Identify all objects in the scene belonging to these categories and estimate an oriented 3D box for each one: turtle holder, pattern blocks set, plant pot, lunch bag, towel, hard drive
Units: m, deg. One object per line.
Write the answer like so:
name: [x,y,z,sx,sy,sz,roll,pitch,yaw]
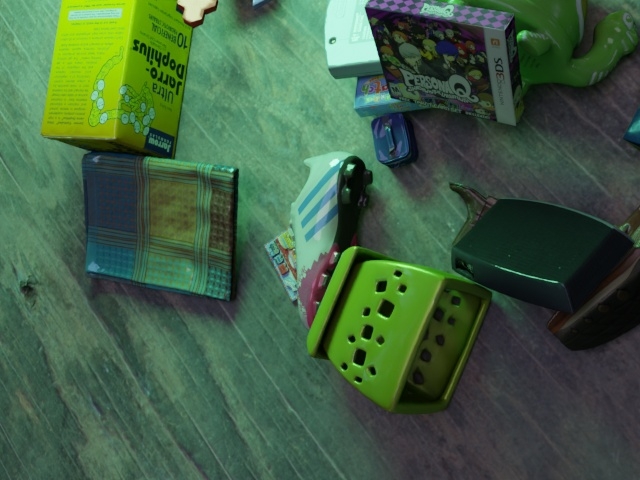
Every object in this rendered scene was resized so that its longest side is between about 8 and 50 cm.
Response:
turtle holder: [0.330,-0.373,1.354,0.320,0.243,0.227,19,74,31]
pattern blocks set: [-0.183,-0.585,1.686,0.285,0.026,0.325,-17,67,-2]
plant pot: [0.120,0.137,1.395,0.207,0.227,0.228,25,94,32]
lunch bag: [0.130,-0.176,1.517,0.067,0.065,0.098,-17,75,23]
towel: [-0.328,-0.032,1.699,0.370,0.040,0.271,8,103,27]
hard drive: [0.329,0.011,1.309,0.172,0.054,0.255,-44,32,-17]

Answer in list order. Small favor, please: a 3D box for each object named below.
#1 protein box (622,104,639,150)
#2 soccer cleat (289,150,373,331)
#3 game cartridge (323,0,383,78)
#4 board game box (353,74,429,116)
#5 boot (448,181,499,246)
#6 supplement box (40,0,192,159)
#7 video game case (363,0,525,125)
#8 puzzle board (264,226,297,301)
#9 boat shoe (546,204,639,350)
protein box: [0.590,-0.188,1.217,0.200,0.136,0.201,33,98,51]
soccer cleat: [0.000,0.000,1.542,0.143,0.116,0.331,7,82,39]
game cartridge: [0.108,-0.426,1.529,0.198,0.062,0.297,-3,64,31]
board game box: [0.148,-0.328,1.516,0.160,0.039,0.211,-4,65,26]
boot: [0.246,-0.033,1.460,0.106,0.037,0.114,28,100,29]
supplement box: [-0.406,-0.359,1.734,0.195,0.194,0.356,5,86,27]
video game case: [0.196,-0.281,1.324,0.232,0.210,0.042,18,64,27]
puzzle board: [-0.044,0.037,1.603,0.096,0.011,0.128,-35,70,18]
boat shoe: [0.475,0.032,1.301,0.324,0.122,0.120,-44,43,10]
